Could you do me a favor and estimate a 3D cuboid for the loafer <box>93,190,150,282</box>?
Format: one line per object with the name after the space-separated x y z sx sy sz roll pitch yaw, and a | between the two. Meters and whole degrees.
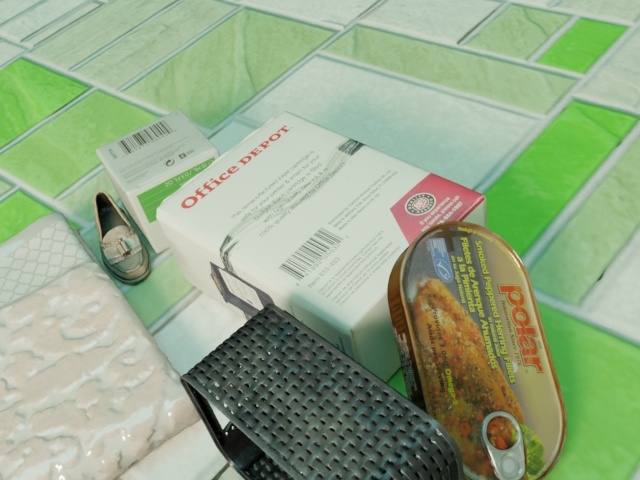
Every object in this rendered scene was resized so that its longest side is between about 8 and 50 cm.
-0.210 -0.005 0.783 0.045 0.039 0.125 -26 44 -12 | loafer

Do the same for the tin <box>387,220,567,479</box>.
0.109 0.080 0.540 0.106 0.040 0.189 -5 72 -16 | tin

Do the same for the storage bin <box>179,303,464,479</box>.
0.002 0.139 0.512 0.084 0.122 0.180 -40 48 -24 | storage bin

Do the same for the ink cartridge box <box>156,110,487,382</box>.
0.000 0.000 0.674 0.237 0.100 0.172 28 58 35 | ink cartridge box

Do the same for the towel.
-0.310 0.136 0.657 0.332 0.053 0.317 -32 46 -16 | towel

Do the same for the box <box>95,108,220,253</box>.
-0.158 -0.063 0.793 0.101 0.087 0.102 -29 45 -15 | box
